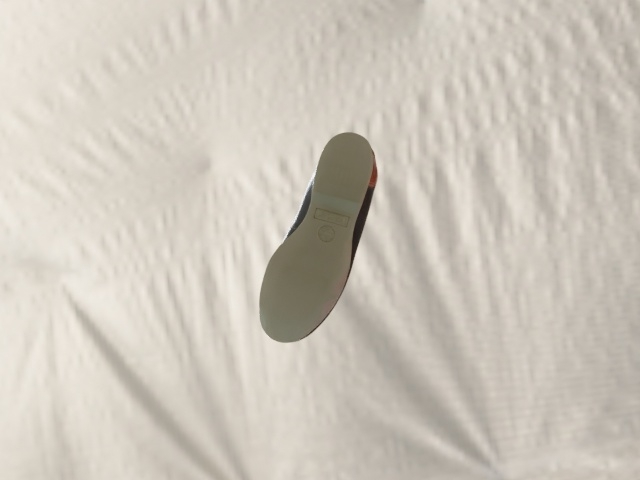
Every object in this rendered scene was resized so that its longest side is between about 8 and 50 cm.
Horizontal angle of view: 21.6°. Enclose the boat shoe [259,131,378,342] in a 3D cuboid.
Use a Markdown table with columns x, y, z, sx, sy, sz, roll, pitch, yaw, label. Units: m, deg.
| x | y | z | sx | sy | sz | roll | pitch | yaw | label |
| --- | --- | --- | --- | --- | --- | --- | --- | --- | --- |
| 0.000 | 0.000 | 1.027 | 0.043 | 0.049 | 0.137 | 88 | 21 | -81 | boat shoe |
